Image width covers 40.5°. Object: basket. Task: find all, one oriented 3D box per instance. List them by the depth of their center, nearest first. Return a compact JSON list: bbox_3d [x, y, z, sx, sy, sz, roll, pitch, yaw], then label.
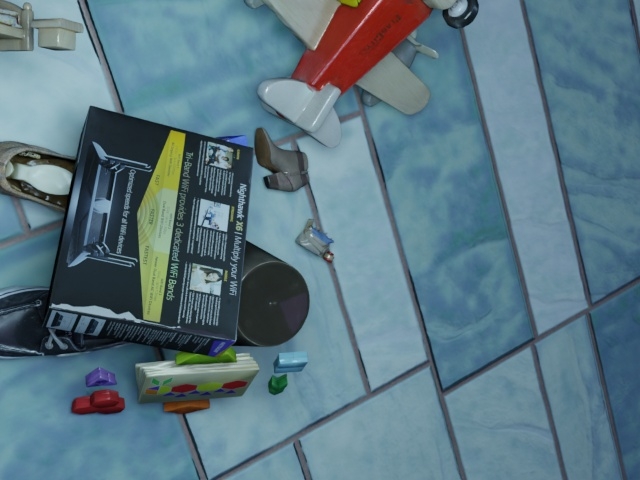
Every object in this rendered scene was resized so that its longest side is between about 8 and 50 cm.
[{"bbox_3d":[-0.126,0.086,1.357,0.154,0.227,0.204,3,93,-30],"label":"basket"}]

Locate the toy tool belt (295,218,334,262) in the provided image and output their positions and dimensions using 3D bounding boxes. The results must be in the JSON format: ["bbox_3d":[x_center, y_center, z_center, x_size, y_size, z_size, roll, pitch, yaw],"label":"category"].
[{"bbox_3d":[0.000,0.000,1.524,0.083,0.052,0.051,31,87,-29],"label":"toy tool belt"}]

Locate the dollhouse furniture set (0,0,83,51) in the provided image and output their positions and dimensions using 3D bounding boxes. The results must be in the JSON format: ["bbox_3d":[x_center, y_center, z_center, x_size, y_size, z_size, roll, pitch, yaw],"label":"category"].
[{"bbox_3d":[-0.515,-0.330,1.016,0.303,0.356,0.173,-9,102,-68],"label":"dollhouse furniture set"}]

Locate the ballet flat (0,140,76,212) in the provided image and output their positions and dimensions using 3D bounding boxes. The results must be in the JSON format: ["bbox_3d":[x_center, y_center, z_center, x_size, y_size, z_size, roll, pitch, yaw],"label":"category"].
[{"bbox_3d":[-0.338,-0.070,1.290,0.316,0.106,0.107,11,88,-31],"label":"ballet flat"}]

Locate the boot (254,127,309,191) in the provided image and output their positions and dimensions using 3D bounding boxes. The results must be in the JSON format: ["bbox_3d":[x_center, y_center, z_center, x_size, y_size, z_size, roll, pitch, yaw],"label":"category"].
[{"bbox_3d":[-0.063,-0.140,1.485,0.087,0.042,0.118,-16,103,-34],"label":"boot"}]

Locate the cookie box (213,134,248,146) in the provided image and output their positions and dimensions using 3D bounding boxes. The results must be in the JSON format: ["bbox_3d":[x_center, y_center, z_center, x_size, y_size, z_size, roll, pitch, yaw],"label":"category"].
[{"bbox_3d":[-0.176,-0.138,1.377,0.092,0.107,0.040,-18,103,-27],"label":"cookie box"}]

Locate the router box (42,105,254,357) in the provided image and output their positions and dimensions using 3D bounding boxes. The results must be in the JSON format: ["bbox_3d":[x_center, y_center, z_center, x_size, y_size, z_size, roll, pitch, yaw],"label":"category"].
[{"bbox_3d":[-0.228,-0.013,1.193,0.243,0.081,0.308,13,61,-18],"label":"router box"}]

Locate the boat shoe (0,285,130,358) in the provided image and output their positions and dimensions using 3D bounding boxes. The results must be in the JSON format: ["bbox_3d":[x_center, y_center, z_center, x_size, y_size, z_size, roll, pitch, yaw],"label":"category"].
[{"bbox_3d":[-0.379,0.124,1.285,0.301,0.102,0.108,0,94,-30],"label":"boat shoe"}]

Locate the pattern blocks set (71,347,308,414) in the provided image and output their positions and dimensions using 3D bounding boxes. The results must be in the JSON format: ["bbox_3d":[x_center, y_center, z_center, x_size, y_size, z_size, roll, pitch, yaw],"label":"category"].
[{"bbox_3d":[-0.194,0.211,1.318,0.325,0.285,0.026,4,62,-25],"label":"pattern blocks set"}]

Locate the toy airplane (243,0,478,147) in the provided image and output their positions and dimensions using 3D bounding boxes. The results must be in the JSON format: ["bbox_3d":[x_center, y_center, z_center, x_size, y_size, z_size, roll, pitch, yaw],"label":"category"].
[{"bbox_3d":[0.036,-0.351,1.424,0.385,0.272,0.386,-14,138,-18],"label":"toy airplane"}]
